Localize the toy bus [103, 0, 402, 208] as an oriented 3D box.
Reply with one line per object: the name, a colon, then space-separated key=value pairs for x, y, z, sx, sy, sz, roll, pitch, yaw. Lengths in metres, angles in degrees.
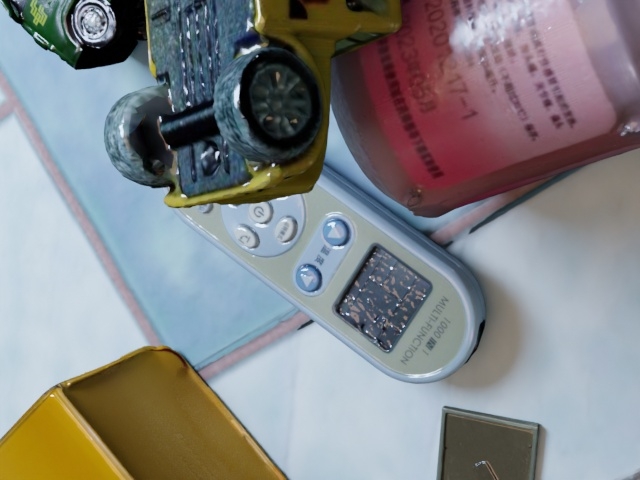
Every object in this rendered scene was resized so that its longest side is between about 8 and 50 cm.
toy bus: x=-0.036 y=-0.186 z=0.593 sx=0.121 sy=0.123 sz=0.335 roll=-9 pitch=85 yaw=53

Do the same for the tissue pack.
tissue pack: x=-0.167 y=0.231 z=0.849 sx=0.274 sy=0.145 sz=0.194 roll=-44 pitch=84 yaw=24

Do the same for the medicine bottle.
medicine bottle: x=0.133 y=-0.110 z=0.643 sx=0.247 sy=0.147 sz=0.147 roll=-19 pitch=93 yaw=25

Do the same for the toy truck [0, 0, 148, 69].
toy truck: x=-0.113 y=-0.238 z=0.754 sx=0.121 sy=0.088 sz=0.259 roll=40 pitch=113 yaw=10

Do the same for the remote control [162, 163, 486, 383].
remote control: x=0.000 y=0.000 z=0.778 sx=0.244 sy=0.047 sz=0.087 roll=37 pitch=110 yaw=13

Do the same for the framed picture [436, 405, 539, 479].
framed picture: x=0.107 y=0.155 z=0.786 sx=0.066 sy=0.007 sz=0.089 roll=8 pitch=105 yaw=22
